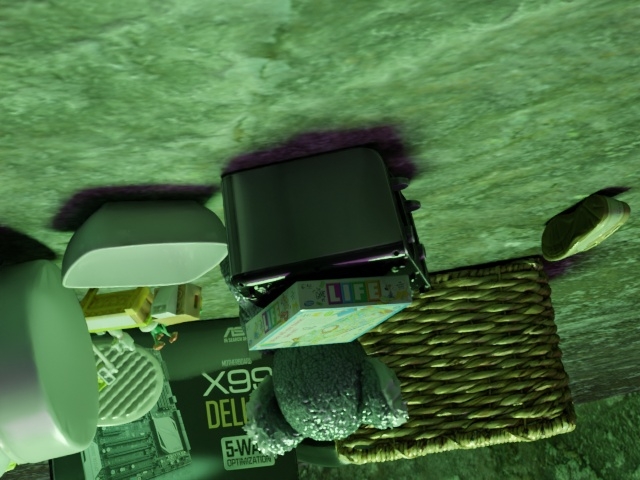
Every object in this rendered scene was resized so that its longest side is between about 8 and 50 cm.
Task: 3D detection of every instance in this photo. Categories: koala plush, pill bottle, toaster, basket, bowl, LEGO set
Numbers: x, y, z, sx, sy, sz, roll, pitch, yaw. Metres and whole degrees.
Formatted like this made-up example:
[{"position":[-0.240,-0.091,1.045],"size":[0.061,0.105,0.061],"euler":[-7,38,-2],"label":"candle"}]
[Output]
[{"position":[-0.008,0.103,1.461],"size":[0.196,0.221,0.203],"euler":[-12,165,15],"label":"koala plush"},{"position":[-0.429,0.152,1.379],"size":[0.392,0.224,0.224],"euler":[-13,165,7],"label":"pill bottle"},{"position":[0.000,0.000,1.290],"size":[0.185,0.110,0.168],"euler":[-12,165,10],"label":"toaster"},{"position":[0.157,0.169,1.811],"size":[0.299,0.223,0.213],"euler":[-10,165,3],"label":"basket"},{"position":[-0.164,0.001,1.314],"size":[0.142,0.053,0.142],"euler":[-2,165,-24],"label":"bowl"},{"position":[-0.231,0.127,1.529],"size":[0.287,0.132,0.107],"euler":[-32,122,10],"label":"LEGO set"}]

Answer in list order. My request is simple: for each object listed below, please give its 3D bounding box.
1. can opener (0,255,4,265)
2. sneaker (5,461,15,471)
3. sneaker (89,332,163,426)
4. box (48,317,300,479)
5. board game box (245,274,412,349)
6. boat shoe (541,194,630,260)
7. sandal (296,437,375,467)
[{"position":[-0.380,0.021,1.288],"size":[0.186,0.073,0.059],"euler":[-13,126,5],"label":"can opener"},{"position":[-0.537,0.331,2.180],"size":[0.384,0.147,0.145],"euler":[-15,162,21],"label":"sneaker"},{"position":[-0.373,0.152,1.629],"size":[0.365,0.135,0.150],"euler":[12,176,-29],"label":"sneaker"},{"position":[-0.192,0.230,1.804],"size":[0.307,0.243,0.076],"euler":[-4,165,-15],"label":"box"},{"position":[0.005,0.065,1.266],"size":[0.103,0.026,0.154],"euler":[-3,165,-21],"label":"board game box"},{"position":[0.286,-0.010,1.541],"size":[0.045,0.050,0.135],"euler":[3,162,-22],"label":"boat shoe"},{"position":[-0.094,0.213,1.993],"size":[0.445,0.107,0.167],"euler":[1,-149,38],"label":"sandal"}]
